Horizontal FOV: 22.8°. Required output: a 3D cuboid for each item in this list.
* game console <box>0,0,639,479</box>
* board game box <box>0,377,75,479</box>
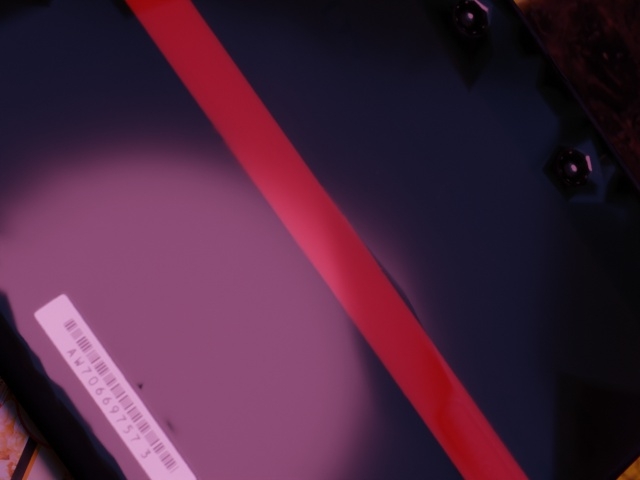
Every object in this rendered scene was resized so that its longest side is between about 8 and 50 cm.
[{"bbox_3d":[0.000,0.000,0.780,0.342,0.060,0.386,-37,93,-25],"label":"game console"},{"bbox_3d":[-0.081,0.115,0.766,0.193,0.045,0.147,36,55,-24],"label":"board game box"}]
